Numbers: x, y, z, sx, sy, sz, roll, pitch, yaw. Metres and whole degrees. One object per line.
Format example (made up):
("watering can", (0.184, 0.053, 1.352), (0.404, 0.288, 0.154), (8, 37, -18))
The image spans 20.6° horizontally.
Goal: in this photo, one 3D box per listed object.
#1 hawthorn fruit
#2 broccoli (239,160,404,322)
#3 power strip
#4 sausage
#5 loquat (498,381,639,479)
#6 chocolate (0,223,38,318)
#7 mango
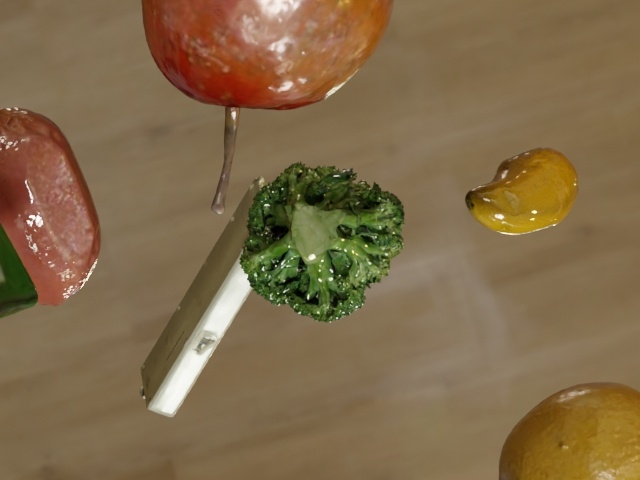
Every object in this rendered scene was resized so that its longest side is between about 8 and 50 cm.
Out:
("hawthorn fruit", (-0.064, -0.228, 1.597), (0.231, 0.263, 0.235), (44, 26, -29))
("broccoli", (0.000, 0.000, 2.006), (0.156, 0.195, 0.195), (140, -66, -82))
("power strip", (-0.139, 0.073, 2.333), (0.367, 0.043, 0.106), (-58, -154, 22))
("sausage", (-0.339, -0.045, 2.071), (0.148, 0.148, 0.254), (-100, 167, -67))
("loquat", (0.338, 0.312, 2.137), (0.275, 0.275, 0.275), (-16, 90, -88))
("chocolate", (-0.535, 0.058, 1.781), (0.360, 0.341, 0.161), (-13, 89, -54))
("mango", (0.237, -0.055, 2.003), (0.190, 0.098, 0.075), (-29, 150, -53))
